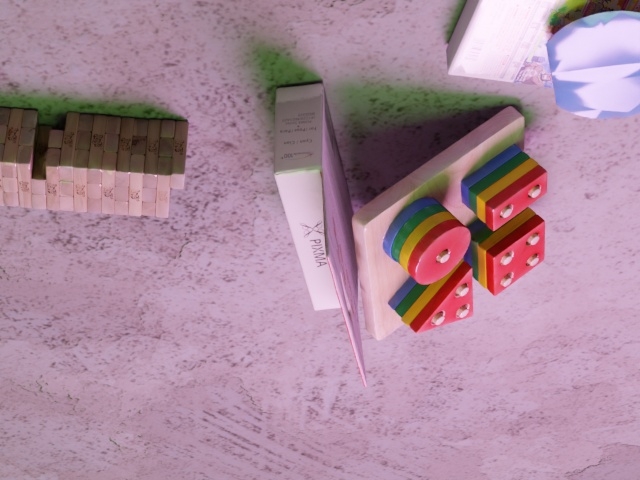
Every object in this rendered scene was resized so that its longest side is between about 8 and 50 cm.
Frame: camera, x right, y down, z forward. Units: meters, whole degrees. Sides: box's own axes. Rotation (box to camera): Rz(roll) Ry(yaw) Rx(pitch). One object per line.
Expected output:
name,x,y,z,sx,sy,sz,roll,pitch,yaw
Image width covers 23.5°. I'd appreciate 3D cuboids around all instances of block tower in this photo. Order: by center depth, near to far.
block tower,-0.334,-0.099,1.889,0.336,0.091,0.097,4,144,-5

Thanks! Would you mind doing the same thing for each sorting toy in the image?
sorting toy,0.174,0.003,1.923,0.255,0.089,0.257,-35,148,-18

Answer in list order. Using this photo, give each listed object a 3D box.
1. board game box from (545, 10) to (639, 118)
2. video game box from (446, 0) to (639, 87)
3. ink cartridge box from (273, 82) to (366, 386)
board game box,0.326,-0.206,1.731,0.133,0.033,0.168,-7,140,13
video game box,0.258,-0.255,1.723,0.187,0.048,0.205,9,143,-11
ink cartridge box,0.000,0.000,1.886,0.066,0.261,0.296,-6,143,7
